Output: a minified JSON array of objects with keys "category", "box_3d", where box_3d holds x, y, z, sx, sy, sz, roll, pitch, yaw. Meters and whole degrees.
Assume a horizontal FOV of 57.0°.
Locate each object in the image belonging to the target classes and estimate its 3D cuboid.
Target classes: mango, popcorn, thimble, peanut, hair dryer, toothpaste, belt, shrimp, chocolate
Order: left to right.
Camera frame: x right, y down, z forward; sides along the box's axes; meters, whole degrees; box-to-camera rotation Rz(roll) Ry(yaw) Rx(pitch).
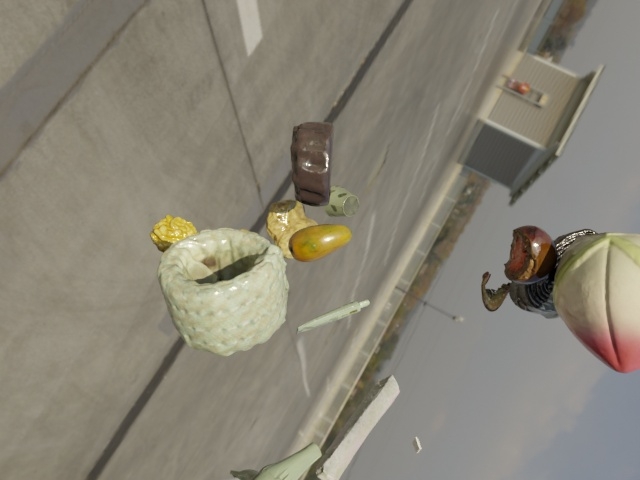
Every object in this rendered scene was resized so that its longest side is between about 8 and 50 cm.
[{"category":"popcorn","box_3d":[-0.503,-0.005,2.104,0.140,0.194,0.163,-37,-167,27]},{"category":"thimble","box_3d":[-0.215,0.107,1.358,0.291,0.292,0.195,-51,145,-46]},{"category":"hair dryer","box_3d":[-0.117,0.592,1.545,0.229,0.092,0.267,-25,-175,-16]},{"category":"peanut","box_3d":[-0.111,-0.048,2.270,0.197,0.233,0.110,-31,175,-24]},{"category":"mango","box_3d":[-0.003,0.001,1.503,0.163,0.089,0.111,-18,-177,18]},{"category":"toothpaste","box_3d":[0.040,0.237,1.846,0.256,0.037,0.067,-20,159,-18]},{"category":"shrimp","box_3d":[0.555,0.147,1.875,0.178,0.124,0.034,-34,-166,-36]},{"category":"chocolate","box_3d":[0.484,0.029,1.362,0.127,0.124,0.133,-32,150,-20]},{"category":"belt","box_3d":[0.664,0.099,1.634,0.289,0.184,0.164,-34,173,-8]}]

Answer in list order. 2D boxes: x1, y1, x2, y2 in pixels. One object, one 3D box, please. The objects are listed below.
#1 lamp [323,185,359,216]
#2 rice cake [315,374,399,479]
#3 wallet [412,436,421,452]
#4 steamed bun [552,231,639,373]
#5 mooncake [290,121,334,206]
[{"category":"lamp","box_3d":[0.044,-0.148,2.198,0.121,0.215,0.121,-12,108,-38]},{"category":"rice cake","box_3d":[0.110,0.544,1.713,0.365,0.072,0.056,-49,-165,-27]},{"category":"wallet","box_3d":[0.333,0.710,2.041,0.011,0.044,0.083,-14,152,-10]},{"category":"steamed bun","box_3d":[0.658,0.142,1.275,0.309,0.309,0.309,-58,170,-16]},{"category":"mooncake","box_3d":[-0.029,-0.253,1.956,0.283,0.141,0.282,2,90,-86]}]
